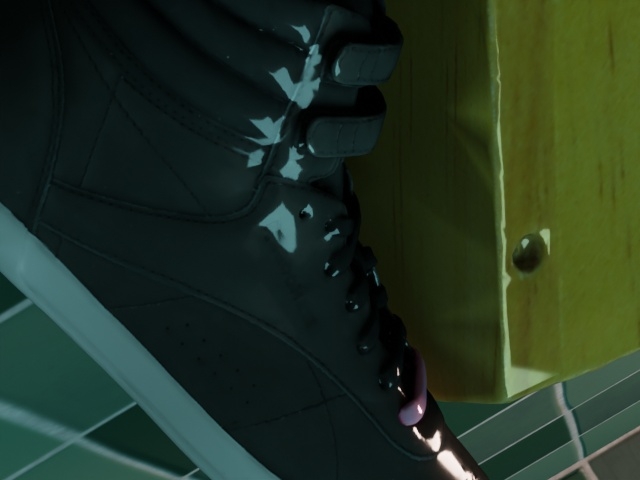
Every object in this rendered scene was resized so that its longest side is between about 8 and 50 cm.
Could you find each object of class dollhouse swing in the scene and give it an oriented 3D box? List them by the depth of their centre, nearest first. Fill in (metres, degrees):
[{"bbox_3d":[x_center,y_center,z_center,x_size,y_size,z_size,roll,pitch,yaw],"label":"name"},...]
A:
[{"bbox_3d":[0.120,-0.107,0.755,0.347,0.305,0.315,-20,118,-28],"label":"dollhouse swing"}]

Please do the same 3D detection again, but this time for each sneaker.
[{"bbox_3d":[0.000,0.000,0.552,0.147,0.296,0.104,-43,-167,14],"label":"sneaker"}]
